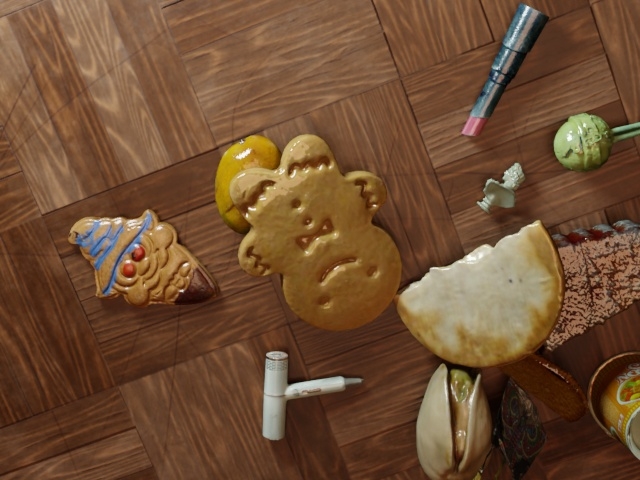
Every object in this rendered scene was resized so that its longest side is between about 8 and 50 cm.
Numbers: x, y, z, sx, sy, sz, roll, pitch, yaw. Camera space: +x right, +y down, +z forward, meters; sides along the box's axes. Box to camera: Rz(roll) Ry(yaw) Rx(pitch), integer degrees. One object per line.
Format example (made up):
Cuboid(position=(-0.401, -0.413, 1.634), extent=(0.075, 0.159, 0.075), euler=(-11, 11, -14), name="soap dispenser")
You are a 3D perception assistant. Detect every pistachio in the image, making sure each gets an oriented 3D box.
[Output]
Cuboid(position=(0.233, 0.323, 1.820), extent=(0.144, 0.144, 0.215), euler=(6, 84, 0), name="pistachio")

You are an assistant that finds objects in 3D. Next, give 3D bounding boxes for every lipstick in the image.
Cuboid(position=(0.297, -0.276, 1.740), extent=(0.053, 0.053, 0.234), euler=(27, 103, -4), name="lipstick")

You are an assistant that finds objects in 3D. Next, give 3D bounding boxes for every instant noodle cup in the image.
Cuboid(position=(0.552, 0.294, 1.783), extent=(0.168, 0.185, 0.168), euler=(0, 102, 2), name="instant noodle cup")

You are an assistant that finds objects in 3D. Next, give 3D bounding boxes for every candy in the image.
Cuboid(position=(0.551, -0.190, 1.746), extent=(0.335, 0.092, 0.093), euler=(-14, 64, -3), name="candy")

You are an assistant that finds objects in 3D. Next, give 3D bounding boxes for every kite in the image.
Cuboid(position=(0.312, 0.378, 1.782), extent=(0.015, 0.285, 0.152), euler=(-11, 122, 45), name="kite")

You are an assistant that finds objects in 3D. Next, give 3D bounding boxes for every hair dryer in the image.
Cuboid(position=(-0.010, 0.279, 1.870), extent=(0.183, 0.044, 0.155), euler=(3, 104, -2), name="hair dryer")

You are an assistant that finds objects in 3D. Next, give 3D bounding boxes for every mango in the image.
Cuboid(position=(-0.124, -0.098, 1.772), extent=(0.115, 0.089, 0.165), euler=(28, 104, -14), name="mango")

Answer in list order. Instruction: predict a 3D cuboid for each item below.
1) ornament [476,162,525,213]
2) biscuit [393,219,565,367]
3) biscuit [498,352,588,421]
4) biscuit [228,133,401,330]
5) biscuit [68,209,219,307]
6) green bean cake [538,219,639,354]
Cuboid(position=(0.308, -0.085, 1.784), extent=(0.092, 0.041, 0.068), euler=(-24, 120, -3), name="ornament")
Cuboid(position=(0.285, 0.110, 1.765), extent=(0.309, 0.040, 0.205), euler=(-30, 87, 30), name="biscuit")
Cuboid(position=(0.387, 0.239, 1.815), extent=(0.206, 0.126, 0.025), euler=(38, 63, -5), name="biscuit")
Cuboid(position=(0.001, 0.001, 1.759), extent=(0.275, 0.052, 0.355), euler=(-28, 113, -1), name="biscuit")
Cuboid(position=(-0.308, 0.041, 1.832), extent=(0.280, 0.043, 0.183), euler=(26, 104, -1), name="biscuit")
Cuboid(position=(0.459, 0.076, 1.784), extent=(0.232, 0.097, 0.199), euler=(-17, 100, 5), name="green bean cake")
